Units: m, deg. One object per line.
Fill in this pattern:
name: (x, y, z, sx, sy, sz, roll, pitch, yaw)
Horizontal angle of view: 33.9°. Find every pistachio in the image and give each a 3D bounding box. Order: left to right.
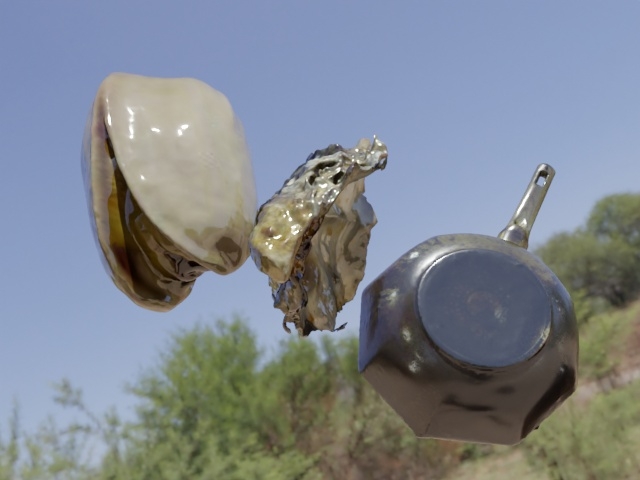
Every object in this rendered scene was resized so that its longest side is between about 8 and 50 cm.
pistachio: (-0.114, -0.042, 0.763, 0.129, 0.206, 0.131, -39, -50, 22)

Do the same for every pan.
pan: (0.090, 0.017, 0.619, 0.128, 0.202, 0.048, 6, -33, -4)

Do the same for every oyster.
oyster: (-0.003, -0.005, 0.493, 0.051, 0.103, 0.148, 15, 2, 5)
